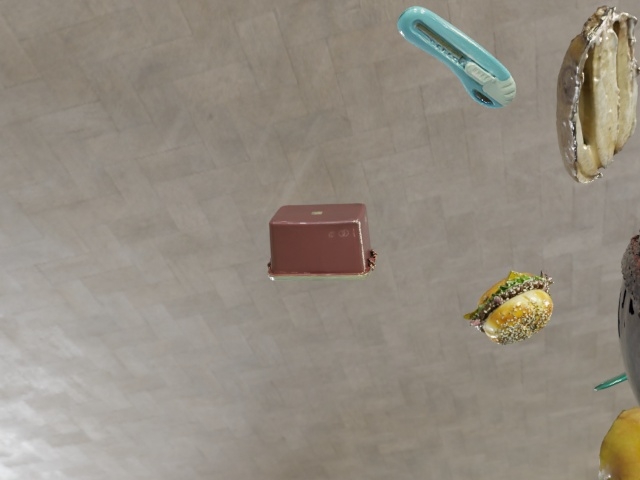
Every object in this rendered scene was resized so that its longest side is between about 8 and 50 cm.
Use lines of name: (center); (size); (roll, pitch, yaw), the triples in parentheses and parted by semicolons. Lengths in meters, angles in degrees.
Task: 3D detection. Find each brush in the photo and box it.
brush: (0.458, 0.159, 0.888); (0.194, 0.032, 0.043); (-20, 164, -8)

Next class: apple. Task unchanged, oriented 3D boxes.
apple: (0.552, 0.390, 0.974); (0.179, 0.254, 0.346); (-24, 133, 32)

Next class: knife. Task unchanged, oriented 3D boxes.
knife: (0.196, -0.254, 0.904); (0.222, 0.031, 0.064); (28, 126, -27)

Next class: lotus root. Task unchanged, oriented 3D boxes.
lotus root: (0.408, -0.219, 0.983); (0.167, 0.078, 0.329); (-47, 143, -11)

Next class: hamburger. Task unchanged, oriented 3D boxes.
hamburger: (0.375, 0.134, 1.224); (0.190, 0.093, 0.164); (-2, 139, -33)

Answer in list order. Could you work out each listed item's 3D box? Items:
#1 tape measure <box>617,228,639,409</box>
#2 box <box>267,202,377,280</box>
tape measure: (0.252, 0.047, 0.287); (0.223, 0.135, 0.202); (16, 101, 16)
box: (0.000, 0.000, 1.727); (0.294, 0.193, 0.167); (-1, 112, 11)
